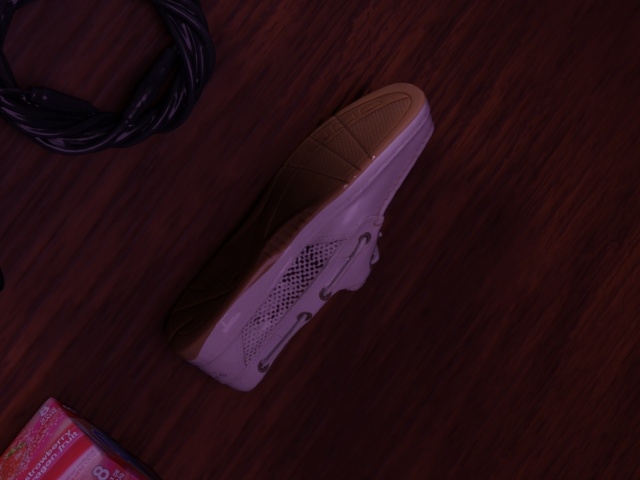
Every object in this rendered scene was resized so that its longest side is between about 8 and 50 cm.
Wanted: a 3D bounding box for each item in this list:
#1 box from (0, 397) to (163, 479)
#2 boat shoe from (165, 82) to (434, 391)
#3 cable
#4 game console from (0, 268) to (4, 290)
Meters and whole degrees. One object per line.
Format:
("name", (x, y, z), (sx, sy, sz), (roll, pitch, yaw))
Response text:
("box", (-0.219, 0.263, 1.054), (0.122, 0.128, 0.257), (42, 83, -29))
("boat shoe", (0.000, 0.000, 1.122), (0.277, 0.098, 0.096), (-48, 120, 2))
("cable", (-0.168, -0.135, 1.030), (0.184, 0.047, 0.150), (-18, 116, -25))
("game console", (-0.221, -0.144, 0.852), (0.173, 0.293, 0.250), (37, 84, -31))
